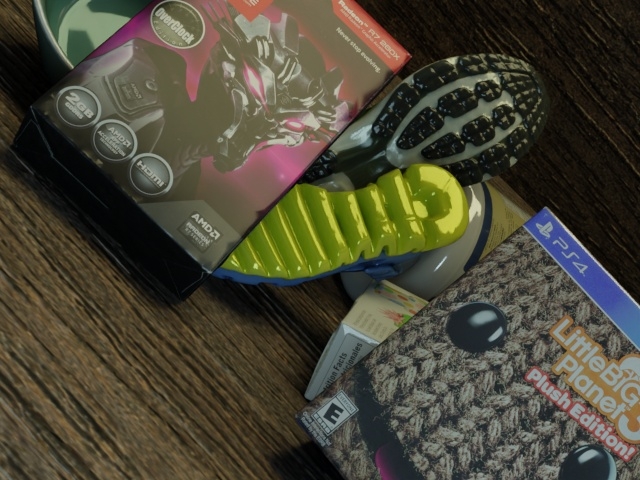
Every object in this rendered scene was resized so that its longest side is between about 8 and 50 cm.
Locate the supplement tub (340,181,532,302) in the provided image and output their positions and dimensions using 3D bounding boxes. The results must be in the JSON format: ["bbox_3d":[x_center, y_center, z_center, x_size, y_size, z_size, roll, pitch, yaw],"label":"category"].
[{"bbox_3d":[0.204,0.051,1.732,0.316,0.228,0.228,34,18,-35],"label":"supplement tub"}]

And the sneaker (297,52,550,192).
[{"bbox_3d":[0.081,-0.111,1.599,0.158,0.410,0.182,65,-3,-10],"label":"sneaker"}]

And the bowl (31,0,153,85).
[{"bbox_3d":[-0.191,-0.234,1.451,0.311,0.163,0.312,10,68,-26],"label":"bowl"}]

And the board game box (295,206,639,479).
[{"bbox_3d":[0.166,0.161,1.156,0.232,0.291,0.141,49,-5,18],"label":"board game box"}]

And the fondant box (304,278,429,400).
[{"bbox_3d":[0.167,0.172,1.390,0.330,0.096,0.238,28,14,5],"label":"fondant box"}]

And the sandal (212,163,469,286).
[{"bbox_3d":[0.000,0.000,1.418,0.317,0.138,0.126,-2,67,-22],"label":"sandal"}]

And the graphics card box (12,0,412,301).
[{"bbox_3d":[-0.098,-0.145,1.313,0.233,0.094,0.371,44,58,-4],"label":"graphics card box"}]
